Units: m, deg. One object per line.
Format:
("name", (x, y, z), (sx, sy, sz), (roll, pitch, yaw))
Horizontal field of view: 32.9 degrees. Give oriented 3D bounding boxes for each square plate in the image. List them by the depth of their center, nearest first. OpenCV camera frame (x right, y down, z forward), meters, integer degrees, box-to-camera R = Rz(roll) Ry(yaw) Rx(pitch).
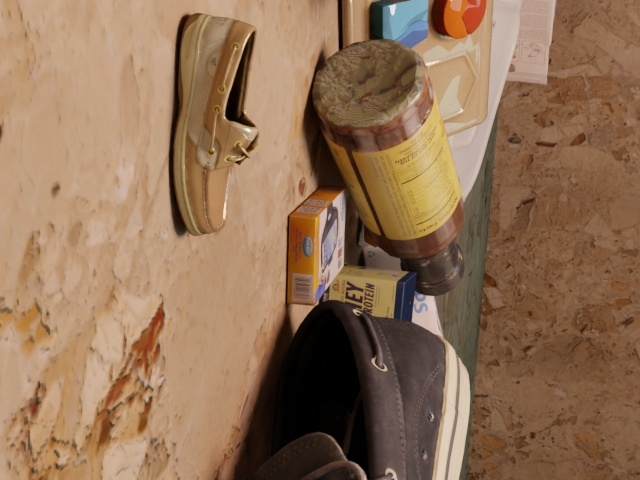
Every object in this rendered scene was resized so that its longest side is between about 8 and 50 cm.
("square plate", (0.166, -0.170, 1.342), (0.347, 0.049, 0.344), (-19, 127, -65))

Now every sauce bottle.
("sauce bottle", (0.082, -0.054, 1.079), (0.344, 0.111, 0.111), (65, 33, -56))

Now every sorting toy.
("sorting toy", (0.112, -0.150, 1.154), (0.229, 0.041, 0.307), (-26, 129, -34))

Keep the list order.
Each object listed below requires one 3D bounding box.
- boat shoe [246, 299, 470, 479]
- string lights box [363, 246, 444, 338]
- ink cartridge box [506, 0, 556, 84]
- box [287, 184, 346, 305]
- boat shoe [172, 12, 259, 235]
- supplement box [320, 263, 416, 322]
("boat shoe", (0.008, 0.230, 0.800), (0.187, 0.156, 0.500), (-43, -160, 34))
("string lights box", (0.112, 0.116, 1.344), (0.260, 0.076, 0.133), (72, 9, -62))
("ink cartridge box", (0.281, -0.359, 1.717), (0.225, 0.181, 0.056), (82, 23, -47))
("box", (0.000, 0.000, 0.992), (0.136, 0.028, 0.081), (-45, 139, -67))
("boat shoe", (-0.060, -0.067, 0.653), (0.050, 0.045, 0.135), (-47, 141, -69))
("supplement box", (0.049, 0.060, 1.102), (0.083, 0.083, 0.056), (-21, 117, -75))
